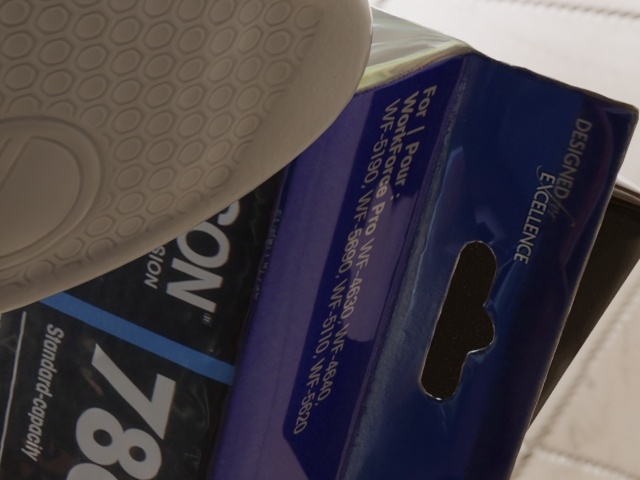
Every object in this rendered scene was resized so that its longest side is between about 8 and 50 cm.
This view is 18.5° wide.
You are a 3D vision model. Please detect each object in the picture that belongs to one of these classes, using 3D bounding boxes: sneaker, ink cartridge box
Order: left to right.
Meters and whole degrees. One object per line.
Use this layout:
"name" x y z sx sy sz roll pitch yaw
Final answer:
"sneaker" -0.143 -0.054 0.392 0.295 0.104 0.147 -11 48 -18
"ink cartridge box" -0.097 -0.015 0.535 0.332 0.165 0.065 20 32 10

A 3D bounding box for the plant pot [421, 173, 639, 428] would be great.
"plant pot" 0.000 0.000 0.873 0.187 0.167 0.188 -59 42 11
